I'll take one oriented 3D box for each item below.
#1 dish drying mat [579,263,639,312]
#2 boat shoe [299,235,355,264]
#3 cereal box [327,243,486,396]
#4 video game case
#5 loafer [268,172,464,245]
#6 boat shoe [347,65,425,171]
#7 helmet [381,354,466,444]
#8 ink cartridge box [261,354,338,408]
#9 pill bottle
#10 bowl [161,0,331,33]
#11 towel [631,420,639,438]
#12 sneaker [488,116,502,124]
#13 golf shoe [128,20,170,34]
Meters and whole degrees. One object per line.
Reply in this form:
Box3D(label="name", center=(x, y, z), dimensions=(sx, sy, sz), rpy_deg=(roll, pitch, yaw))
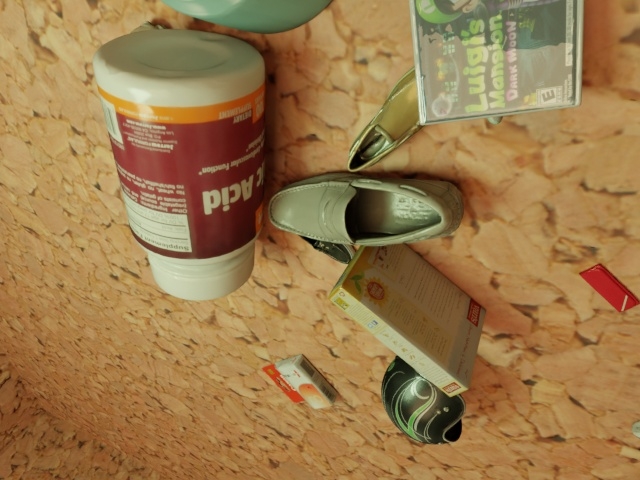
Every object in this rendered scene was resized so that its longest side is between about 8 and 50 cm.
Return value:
Box3D(label="dish drying mat", center=(0.411, 0.069, 0.630), dimensions=(0.083, 0.008, 0.032), rpy_deg=(42, 135, -4))
Box3D(label="boat shoe", center=(0.000, 0.000, 0.797), dimensions=(0.142, 0.040, 0.049), rpy_deg=(39, 134, -1))
Box3D(label="cereal box", center=(0.146, 0.102, 0.699), dimensions=(0.240, 0.173, 0.047), rpy_deg=(40, 134, -2))
Box3D(label="video game case", center=(0.187, -0.232, 0.482), dimensions=(0.173, 0.022, 0.190), rpy_deg=(-1, 112, 25))
Box3D(label="loafer", center=(0.048, -0.048, 0.670), dimensions=(0.319, 0.111, 0.112), rpy_deg=(-1, 101, 28))
Box3D(label="boat shoe", center=(0.101, -0.155, 0.594), dimensions=(0.068, 0.072, 0.190), rpy_deg=(39, 134, -2))
Box3D(label="helmet", center=(0.196, 0.289, 0.823), dimensions=(0.169, 0.169, 0.162), rpy_deg=(24, 117, 12))
Box3D(label="ink cartridge box", center=(-0.065, 0.367, 1.120), dimensions=(0.179, 0.045, 0.145), rpy_deg=(-31, 104, 40))
Box3D(label="pill bottle", center=(-0.201, -0.102, 0.710), dimensions=(0.224, 0.224, 0.392), rpy_deg=(20, 132, 16))
Box3D(label="bowl", center=(-0.119, -0.379, 0.490), dimensions=(0.311, 0.163, 0.312), rpy_deg=(16, 131, 19))
Box3D(label="towel", center=(0.671, 0.343, 0.672), dimensions=(0.285, 0.034, 0.209), rpy_deg=(37, 135, 0))
Box3D(label="sneaker", center=(0.225, -0.187, 0.519), dimensions=(0.069, 0.038, 0.098), rpy_deg=(-2, 123, 32))
Box3D(label="golf shoe", center=(-0.279, -0.260, 0.730), dimensions=(0.069, 0.086, 0.176), rpy_deg=(13, 131, 20))
